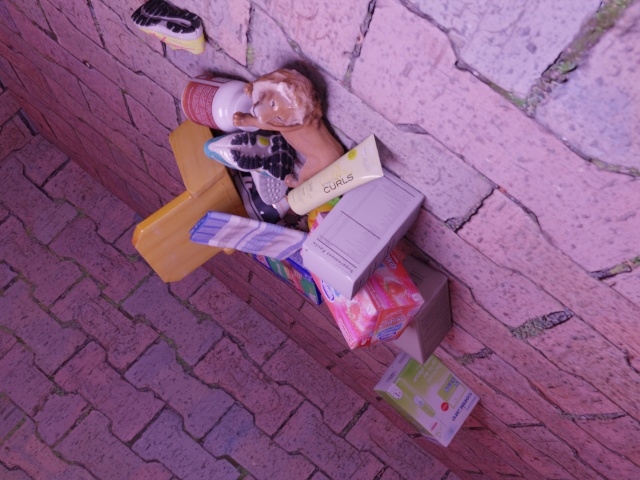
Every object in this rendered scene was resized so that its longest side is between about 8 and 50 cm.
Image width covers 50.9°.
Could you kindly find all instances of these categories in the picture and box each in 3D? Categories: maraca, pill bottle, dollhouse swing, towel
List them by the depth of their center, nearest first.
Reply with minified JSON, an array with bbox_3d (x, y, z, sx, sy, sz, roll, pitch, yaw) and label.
[{"bbox_3d":[-0.219,-0.312,1.553,0.216,0.121,0.121,23,156,45],"label":"pill bottle"},{"bbox_3d":[0.022,-0.060,1.722,0.127,0.099,0.186,21,134,26],"label":"maraca"},{"bbox_3d":[-0.188,-0.009,1.772,0.285,0.034,0.209,13,158,-23],"label":"towel"},{"bbox_3d":[-0.385,-0.111,1.908,0.347,0.305,0.315,71,174,-61],"label":"dollhouse swing"}]

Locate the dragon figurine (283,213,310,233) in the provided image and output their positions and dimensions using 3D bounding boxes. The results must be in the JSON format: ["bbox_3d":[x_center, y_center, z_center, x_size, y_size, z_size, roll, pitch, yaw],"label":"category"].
[{"bbox_3d":[0.004,-0.006,1.866,0.289,0.085,0.144,43,175,9],"label":"dragon figurine"}]

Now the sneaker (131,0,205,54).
[{"bbox_3d":[-0.337,-0.465,1.496,0.208,0.081,0.094,31,163,28],"label":"sneaker"}]

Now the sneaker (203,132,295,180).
[{"bbox_3d":[-0.155,-0.203,1.572,0.110,0.107,0.275,7,179,34],"label":"sneaker"}]

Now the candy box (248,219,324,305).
[{"bbox_3d":[-0.104,0.040,2.185,0.317,0.122,0.268,36,163,19],"label":"candy box"}]

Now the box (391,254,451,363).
[{"bbox_3d":[0.252,0.188,1.760,0.121,0.148,0.311,33,160,27],"label":"box"}]

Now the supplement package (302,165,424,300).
[{"bbox_3d":[0.087,-0.019,1.421,0.139,0.244,0.134,37,163,13],"label":"supplement package"}]

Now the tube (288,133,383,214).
[{"bbox_3d":[0.031,-0.126,1.385,0.240,0.062,0.070,-27,107,39],"label":"tube"}]

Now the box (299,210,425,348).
[{"bbox_3d":[0.089,0.083,1.574,0.300,0.142,0.154,61,142,32],"label":"box"}]

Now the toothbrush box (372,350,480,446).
[{"bbox_3d":[0.353,0.511,2.244,0.283,0.206,0.122,44,162,-10],"label":"toothbrush box"}]

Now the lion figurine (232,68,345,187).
[{"bbox_3d":[-0.036,-0.222,1.420,0.240,0.142,0.392,13,163,40],"label":"lion figurine"}]

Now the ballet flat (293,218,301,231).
[{"bbox_3d":[0.000,0.000,1.963,0.188,0.070,0.070,36,162,14],"label":"ballet flat"}]

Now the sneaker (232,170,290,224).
[{"bbox_3d":[-0.157,-0.131,1.904,0.126,0.127,0.321,58,180,-32],"label":"sneaker"}]

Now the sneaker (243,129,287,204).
[{"bbox_3d":[-0.149,-0.201,1.704,0.095,0.090,0.235,27,137,47],"label":"sneaker"}]
